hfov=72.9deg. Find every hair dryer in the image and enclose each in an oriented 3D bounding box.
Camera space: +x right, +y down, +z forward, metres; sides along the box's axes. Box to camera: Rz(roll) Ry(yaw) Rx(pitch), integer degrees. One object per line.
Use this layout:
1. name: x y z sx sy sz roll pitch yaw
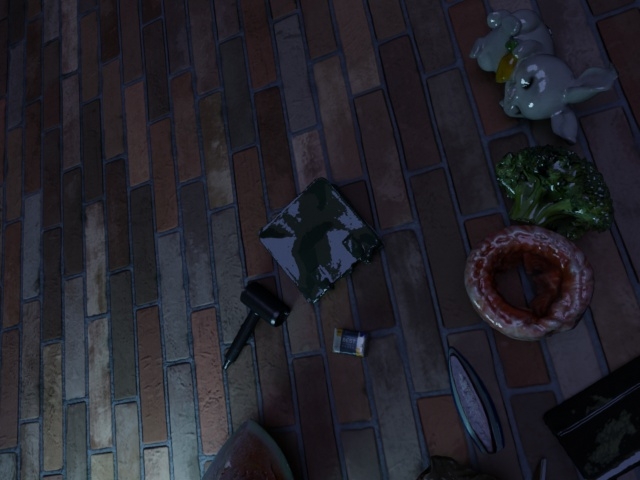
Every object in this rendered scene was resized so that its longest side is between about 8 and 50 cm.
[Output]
1. hair dryer: -0.187 0.250 1.161 0.128 0.070 0.256 31 99 23

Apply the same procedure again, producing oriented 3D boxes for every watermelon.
1. watermelon: -0.190 0.644 1.013 0.222 0.319 0.292 28 132 -4

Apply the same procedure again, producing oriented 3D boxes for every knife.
1. knife: 0.410 0.553 0.833 0.022 0.046 0.256 18 65 14

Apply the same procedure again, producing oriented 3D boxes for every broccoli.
1. broccoli: 0.475 -0.102 0.896 0.226 0.198 0.176 12 70 16

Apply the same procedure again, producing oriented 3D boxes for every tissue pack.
1. tissue pack: 0.075 0.250 1.061 0.083 0.042 0.062 6 84 23

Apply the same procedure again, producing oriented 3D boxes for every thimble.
1. thimble: 0.425 0.090 0.896 0.239 0.162 0.239 -5 75 19

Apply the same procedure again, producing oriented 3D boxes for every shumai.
1. shumai: 0.301 0.532 0.880 0.184 0.218 0.185 -39 30 6

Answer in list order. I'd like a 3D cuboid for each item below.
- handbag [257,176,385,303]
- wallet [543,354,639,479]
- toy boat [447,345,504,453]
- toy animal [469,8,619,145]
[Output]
1. handbag: -0.001 -0.001 1.123 0.247 0.079 0.260 -41 69 9
2. wallet: 0.587 0.303 0.798 0.321 0.170 0.044 -36 114 10
3. toy boat: 0.328 0.344 0.945 0.080 0.046 0.229 -24 74 18
4. toy animal: 0.474 -0.366 0.948 0.154 0.209 0.325 -23 54 -26
